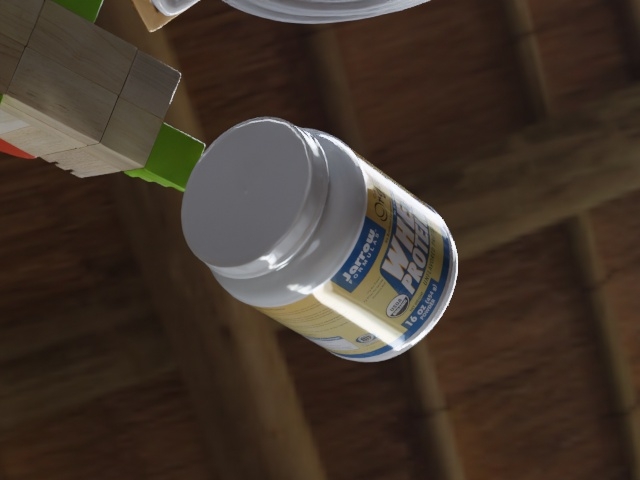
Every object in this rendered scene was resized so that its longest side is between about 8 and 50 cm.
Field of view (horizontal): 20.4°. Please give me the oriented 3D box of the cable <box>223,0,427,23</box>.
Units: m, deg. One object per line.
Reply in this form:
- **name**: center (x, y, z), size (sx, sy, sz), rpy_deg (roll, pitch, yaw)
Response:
- **cable**: center (0.022, -0.245, 1.301), size (0.257, 0.257, 0.089), rpy_deg (66, -163, -68)

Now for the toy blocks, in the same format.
- **toy blocks**: center (-0.319, -0.161, 1.640), size (0.381, 0.261, 0.191), rpy_deg (27, -106, -27)

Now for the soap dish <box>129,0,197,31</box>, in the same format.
- **soap dish**: center (-0.156, -0.391, 1.772), size (0.229, 0.118, 0.291), rpy_deg (-38, -57, -18)

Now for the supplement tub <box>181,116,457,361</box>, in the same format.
- **supplement tub**: center (0.000, 0.000, 1.383), size (0.199, 0.144, 0.144), rpy_deg (33, -124, -48)
